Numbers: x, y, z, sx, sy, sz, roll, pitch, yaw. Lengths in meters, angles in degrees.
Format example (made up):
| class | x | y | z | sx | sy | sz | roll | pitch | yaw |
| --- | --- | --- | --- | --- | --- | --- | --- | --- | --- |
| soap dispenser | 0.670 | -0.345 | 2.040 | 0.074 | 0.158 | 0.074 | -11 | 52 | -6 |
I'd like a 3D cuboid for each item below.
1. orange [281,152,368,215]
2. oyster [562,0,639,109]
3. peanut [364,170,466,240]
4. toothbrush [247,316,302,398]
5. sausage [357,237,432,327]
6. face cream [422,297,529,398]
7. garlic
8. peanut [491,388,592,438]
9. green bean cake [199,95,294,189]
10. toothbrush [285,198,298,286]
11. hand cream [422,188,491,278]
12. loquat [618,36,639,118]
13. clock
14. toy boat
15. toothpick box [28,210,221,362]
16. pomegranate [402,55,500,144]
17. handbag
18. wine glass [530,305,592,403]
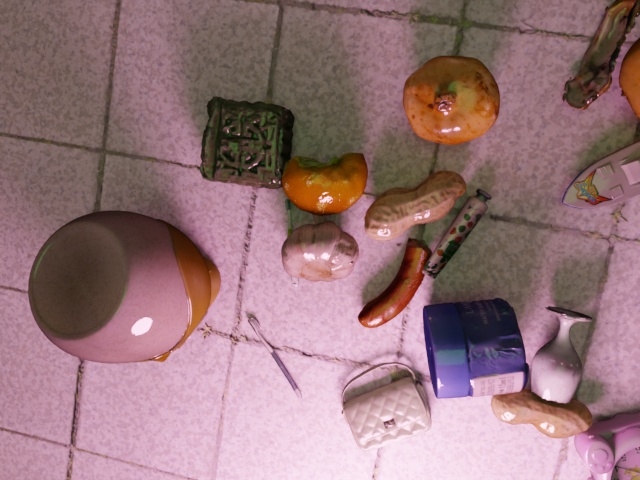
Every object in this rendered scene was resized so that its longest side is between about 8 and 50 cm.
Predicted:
| class | x | y | z | sx | sy | sz | roll | pitch | yaw |
| --- | --- | --- | --- | --- | --- | --- | --- | --- | --- |
| orange | 0.019 | -0.152 | 1.331 | 0.238 | 0.179 | 0.158 | -7 | 69 | -15 |
| oyster | 0.725 | -0.483 | 1.233 | 0.079 | 0.128 | 0.344 | 24 | 95 | -12 |
| peanut | 0.253 | -0.099 | 1.351 | 0.299 | 0.120 | 0.136 | -24 | 72 | 7 |
| toothbrush | -0.135 | 0.358 | 1.509 | 0.026 | 0.024 | 0.288 | -33 | 89 | -3 |
| sausage | 0.219 | 0.132 | 1.401 | 0.103 | 0.076 | 0.302 | 34 | 99 | 12 |
| face cream | 0.398 | 0.282 | 1.303 | 0.225 | 0.249 | 0.248 | -6 | 95 | 4 |
| garlic | 0.000 | 0.000 | 1.391 | 0.219 | 0.218 | 0.211 | -5 | 57 | 10 |
| peanut | 0.606 | 0.473 | 1.361 | 0.264 | 0.101 | 0.117 | 13 | 72 | 8 |
| green bean cake | -0.211 | -0.274 | 1.404 | 0.255 | 0.132 | 0.240 | 10 | 101 | 8 |
| toothbrush | -0.086 | 0.008 | 1.465 | 0.022 | 0.026 | 0.262 | -4 | 98 | 10 |
| hand cream | 0.374 | -0.016 | 1.362 | 0.059 | 0.095 | 0.276 | 38 | 100 | 38 |
| loquat | 0.846 | -0.391 | 1.153 | 0.263 | 0.263 | 0.262 | 1 | 96 | 9 |
| clock | 0.874 | 0.631 | 1.330 | 0.296 | 0.113 | 0.321 | -19 | 94 | 10 |
| toy boat | 0.768 | -0.162 | 1.275 | 0.296 | 0.088 | 0.129 | -26 | 91 | 10 |
| toothpick box | -0.505 | 0.136 | 1.342 | 0.410 | 0.425 | 0.408 | -3 | 79 | 16 |
| pomegranate | 0.330 | -0.355 | 1.254 | 0.249 | 0.248 | 0.247 | 1 | 96 | 9 |
| handbag | 0.183 | 0.477 | 1.444 | 0.256 | 0.079 | 0.219 | -24 | 88 | 9 |
| wine glass | 0.642 | 0.304 | 1.327 | 0.127 | 0.126 | 0.241 | 12 | 96 | 8 |
